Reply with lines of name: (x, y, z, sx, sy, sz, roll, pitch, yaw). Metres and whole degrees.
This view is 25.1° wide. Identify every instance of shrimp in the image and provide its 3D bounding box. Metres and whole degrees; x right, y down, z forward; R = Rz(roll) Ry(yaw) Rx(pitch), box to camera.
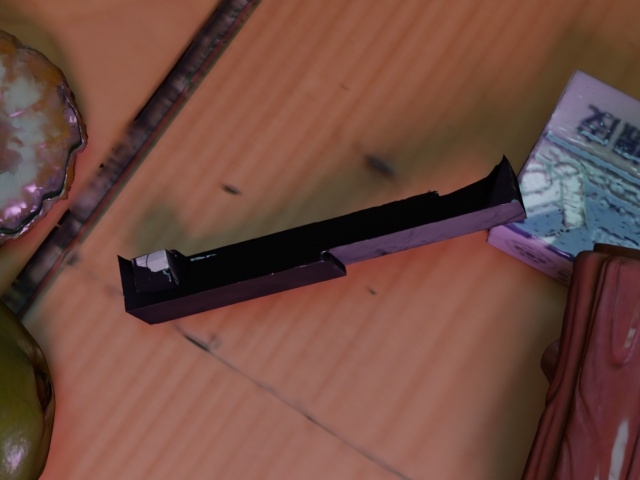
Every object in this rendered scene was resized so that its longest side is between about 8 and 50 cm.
shrimp: (-0.282, -0.071, 0.958, 0.253, 0.058, 0.173, 5, 82, -1)

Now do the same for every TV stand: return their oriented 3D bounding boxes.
TV stand: (0.000, 0.000, 0.905, 0.256, 0.049, 0.040, -15, 73, 12)

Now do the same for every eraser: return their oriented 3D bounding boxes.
eraser: (0.228, -0.008, 0.934, 0.210, 0.068, 0.124, 29, 76, 6)

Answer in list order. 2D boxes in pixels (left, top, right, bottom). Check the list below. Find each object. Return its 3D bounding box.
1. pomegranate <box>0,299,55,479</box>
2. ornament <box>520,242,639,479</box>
pomegranate: (-0.281, 0.084, 0.857, 0.241, 0.159, 0.190, 34, 76, 14)
ornament: (0.204, 0.124, 0.807, 0.235, 0.221, 0.218, 13, 90, -38)
